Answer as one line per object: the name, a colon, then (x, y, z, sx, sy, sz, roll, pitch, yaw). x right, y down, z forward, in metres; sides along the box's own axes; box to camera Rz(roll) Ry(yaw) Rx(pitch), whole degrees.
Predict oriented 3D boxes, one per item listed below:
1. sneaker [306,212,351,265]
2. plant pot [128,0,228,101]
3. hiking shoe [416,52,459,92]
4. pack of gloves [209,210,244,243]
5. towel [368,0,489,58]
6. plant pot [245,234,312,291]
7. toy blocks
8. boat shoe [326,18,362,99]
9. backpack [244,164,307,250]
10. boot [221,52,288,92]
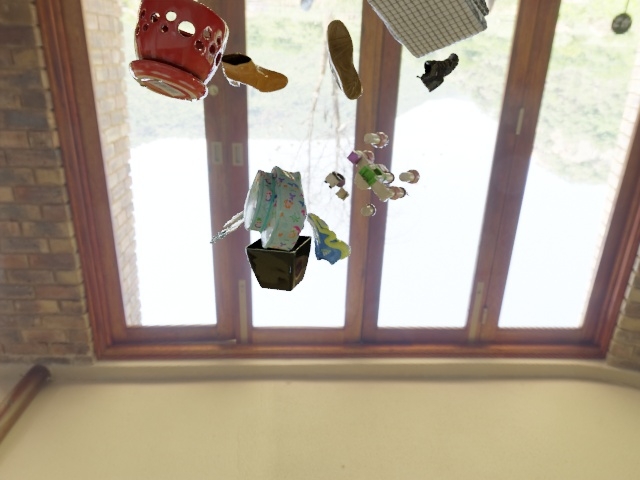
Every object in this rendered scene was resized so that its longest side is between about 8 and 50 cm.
sneaker: (0.000, 0.000, 1.810, 0.240, 0.126, 0.091, 44, 175, 23)
plant pot: (-0.311, -0.410, 1.023, 0.191, 0.174, 0.191, 12, 177, 1)
hiking shoe: (0.502, -0.740, 1.996, 0.227, 0.114, 0.086, -52, -167, -19)
pack of gloves: (-0.298, -0.055, 1.726, 0.232, 0.046, 0.195, -22, -157, 46)
towel: (0.286, -0.636, 1.252, 0.235, 0.121, 0.283, -4, 159, 42)
plant pot: (-0.143, 0.083, 1.708, 0.187, 0.167, 0.188, 4, -161, 20)
toy blocks: (0.247, -0.274, 2.044, 0.288, 0.309, 0.260, 52, -152, 13)
boat shoe: (0.069, -0.644, 1.688, 0.098, 0.277, 0.096, -24, -152, -13)
backpack: (-0.142, -0.099, 1.523, 0.191, 0.225, 0.253, 6, -137, -26)
boot: (-0.291, -0.755, 2.104, 0.295, 0.104, 0.211, 2, 173, -3)
